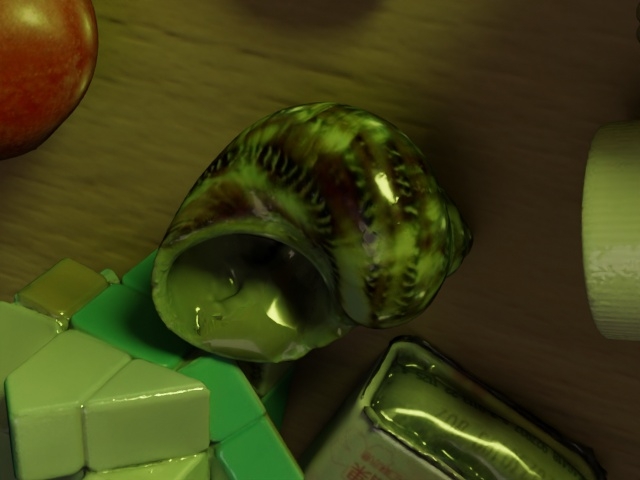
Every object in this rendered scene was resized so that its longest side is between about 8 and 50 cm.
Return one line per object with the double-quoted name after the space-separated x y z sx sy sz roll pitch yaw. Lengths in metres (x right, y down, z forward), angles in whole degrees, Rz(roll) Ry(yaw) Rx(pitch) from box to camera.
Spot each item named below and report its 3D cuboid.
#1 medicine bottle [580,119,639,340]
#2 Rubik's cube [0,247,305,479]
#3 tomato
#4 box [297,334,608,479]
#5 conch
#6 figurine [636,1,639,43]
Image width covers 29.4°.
0.273 -0.007 0.640 0.252 0.144 0.144 2 122 28 "medicine bottle"
-0.138 0.145 0.886 0.265 0.213 0.224 24 127 17 "Rubik's cube"
-0.230 -0.124 0.797 0.167 0.167 0.167 13 126 18 "tomato"
0.042 0.248 0.946 0.190 0.112 0.369 33 131 1 "box"
0.001 -0.001 0.786 0.182 0.124 0.187 26 124 2 "conch"
0.241 -0.163 0.527 0.247 0.177 0.173 28 149 21 "figurine"
